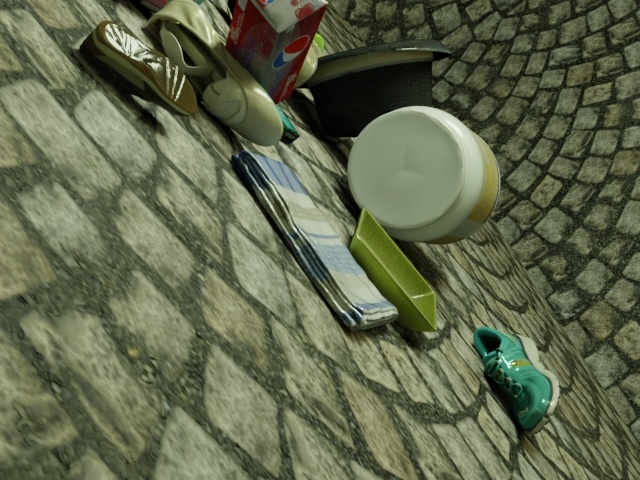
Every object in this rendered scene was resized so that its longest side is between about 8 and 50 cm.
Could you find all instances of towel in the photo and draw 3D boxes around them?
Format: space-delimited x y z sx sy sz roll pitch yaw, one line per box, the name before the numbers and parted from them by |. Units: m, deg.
towel | 0.000 0.000 1.344 0.285 0.034 0.209 55 13 13

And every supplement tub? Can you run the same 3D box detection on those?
supplement tub | 0.192 -0.115 1.823 0.241 0.241 0.331 55 13 12

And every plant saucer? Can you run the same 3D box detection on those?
plant saucer | 0.103 0.052 1.521 0.188 0.045 0.188 51 14 -7

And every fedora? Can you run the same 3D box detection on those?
fedora | 0.100 -0.284 1.945 0.334 0.333 0.153 -8 88 -74

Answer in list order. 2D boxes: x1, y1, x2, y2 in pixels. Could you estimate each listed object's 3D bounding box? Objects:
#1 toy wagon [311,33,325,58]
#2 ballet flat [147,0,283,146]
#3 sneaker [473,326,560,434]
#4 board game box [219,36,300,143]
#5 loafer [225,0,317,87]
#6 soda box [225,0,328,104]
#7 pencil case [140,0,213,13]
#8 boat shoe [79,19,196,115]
toy wagon | -0.102 -0.519 2.272 0.344 0.068 0.267 50 13 -4
ballet flat | -0.150 -0.224 1.363 0.248 0.086 0.086 52 13 7
sneaker | 0.334 0.242 1.742 0.110 0.107 0.275 26 17 -18
board game box | -0.112 -0.248 1.626 0.186 0.026 0.126 57 14 19
loafer | -0.106 -0.384 1.864 0.268 0.102 0.092 49 12 33
soda box | -0.074 -0.272 1.395 0.083 0.092 0.263 51 -23 7
pencil case | -0.254 -0.394 1.343 0.124 0.124 0.284 57 13 22
boat shoe | -0.203 -0.188 1.119 0.152 0.049 0.056 40 41 -37
